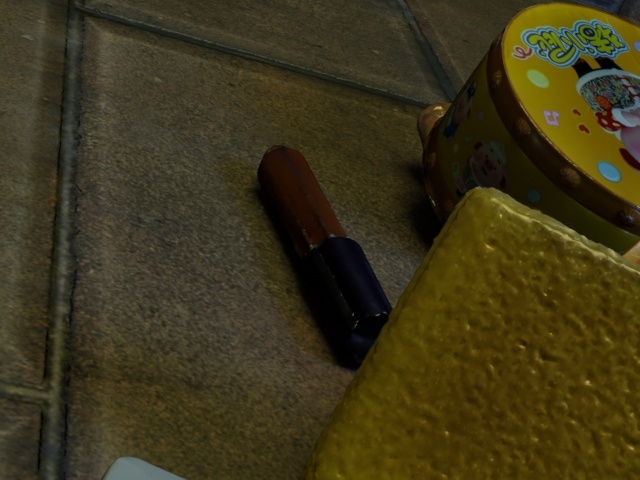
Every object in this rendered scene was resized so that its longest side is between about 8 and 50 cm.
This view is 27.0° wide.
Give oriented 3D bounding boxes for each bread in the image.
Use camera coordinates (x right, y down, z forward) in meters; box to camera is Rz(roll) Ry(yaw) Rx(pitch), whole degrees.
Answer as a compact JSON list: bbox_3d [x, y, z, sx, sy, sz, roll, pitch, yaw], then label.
[{"bbox_3d":[0.182,0.161,1.118,0.324,0.333,0.143,31,-2,16],"label":"bread"}]

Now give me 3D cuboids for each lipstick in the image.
[{"bbox_3d":[0.000,0.000,1.576,0.077,0.077,0.418,10,28,-24],"label":"lipstick"}]

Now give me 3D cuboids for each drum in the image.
[{"bbox_3d":[0.364,-0.103,1.766,0.431,0.214,0.431,17,44,-17],"label":"drum"}]

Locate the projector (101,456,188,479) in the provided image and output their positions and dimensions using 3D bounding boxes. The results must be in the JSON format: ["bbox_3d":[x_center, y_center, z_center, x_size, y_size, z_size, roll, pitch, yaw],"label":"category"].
[{"bbox_3d":[-0.071,0.288,0.958,0.259,0.079,0.257,24,22,-1],"label":"projector"}]

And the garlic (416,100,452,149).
[{"bbox_3d":[0.258,-0.097,1.933,0.228,0.110,0.217,2,43,-31],"label":"garlic"}]

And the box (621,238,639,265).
[{"bbox_3d":[0.341,0.152,1.337,0.214,0.259,0.283,29,26,19],"label":"box"}]
